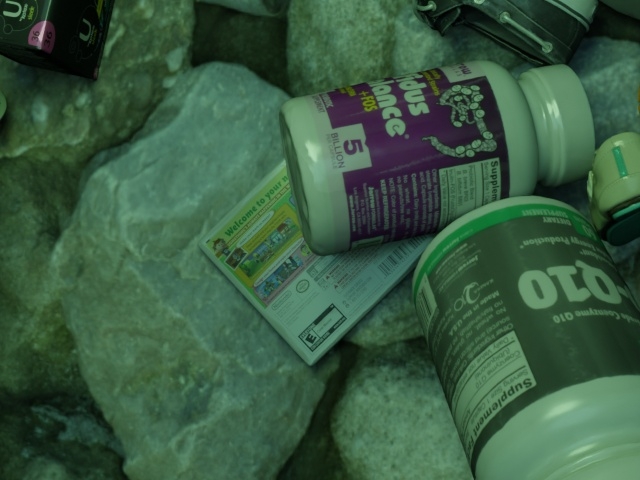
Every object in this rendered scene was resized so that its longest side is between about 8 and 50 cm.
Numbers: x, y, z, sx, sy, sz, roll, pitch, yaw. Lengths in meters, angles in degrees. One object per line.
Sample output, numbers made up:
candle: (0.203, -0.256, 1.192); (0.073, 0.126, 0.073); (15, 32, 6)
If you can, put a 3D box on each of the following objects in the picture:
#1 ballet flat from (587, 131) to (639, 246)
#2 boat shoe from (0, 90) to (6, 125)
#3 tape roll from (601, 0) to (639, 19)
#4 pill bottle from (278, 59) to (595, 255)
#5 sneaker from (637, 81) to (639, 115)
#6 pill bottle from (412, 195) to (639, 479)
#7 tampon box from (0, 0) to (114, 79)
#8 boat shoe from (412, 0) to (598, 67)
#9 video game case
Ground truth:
ballet flat: (0.299, -0.053, 1.071); (0.086, 0.248, 0.086); (-2, 81, 13)
boat shoe: (-0.471, -0.177, 1.289); (0.227, 0.069, 0.081); (24, 56, 7)
tape roll: (0.370, -0.368, 1.096); (0.286, 0.100, 0.286); (-2, 84, 19)
pill bottle: (0.119, -0.094, 1.127); (0.301, 0.169, 0.169); (-13, 85, -6)
sneaker: (0.388, -0.105, 1.141); (0.084, 0.083, 0.215); (-11, 84, 10)
pill bottle: (0.222, 0.144, 1.006); (0.204, 0.204, 0.361); (-23, 43, 7)
tampon box: (-0.312, -0.261, 1.219); (0.101, 0.161, 0.121); (12, 89, 9)
boat shoe: (0.144, -0.274, 1.182); (0.301, 0.108, 0.102); (27, 90, 2)
video game case: (0.000, 0.000, 1.226); (0.212, 0.023, 0.193); (-44, 82, 5)
